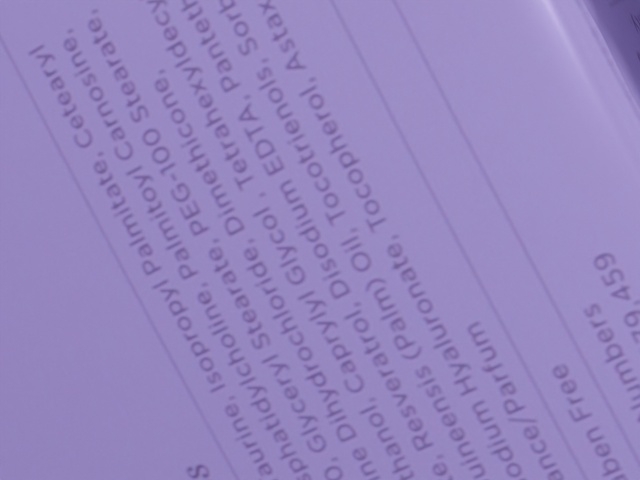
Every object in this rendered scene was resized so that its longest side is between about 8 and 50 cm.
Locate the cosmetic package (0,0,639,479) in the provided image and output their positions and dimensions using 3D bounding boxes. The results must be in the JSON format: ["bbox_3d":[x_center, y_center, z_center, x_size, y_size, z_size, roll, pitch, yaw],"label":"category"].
[{"bbox_3d":[0.000,0.000,0.825,0.394,0.327,0.329,-27,4,23],"label":"cosmetic package"}]
